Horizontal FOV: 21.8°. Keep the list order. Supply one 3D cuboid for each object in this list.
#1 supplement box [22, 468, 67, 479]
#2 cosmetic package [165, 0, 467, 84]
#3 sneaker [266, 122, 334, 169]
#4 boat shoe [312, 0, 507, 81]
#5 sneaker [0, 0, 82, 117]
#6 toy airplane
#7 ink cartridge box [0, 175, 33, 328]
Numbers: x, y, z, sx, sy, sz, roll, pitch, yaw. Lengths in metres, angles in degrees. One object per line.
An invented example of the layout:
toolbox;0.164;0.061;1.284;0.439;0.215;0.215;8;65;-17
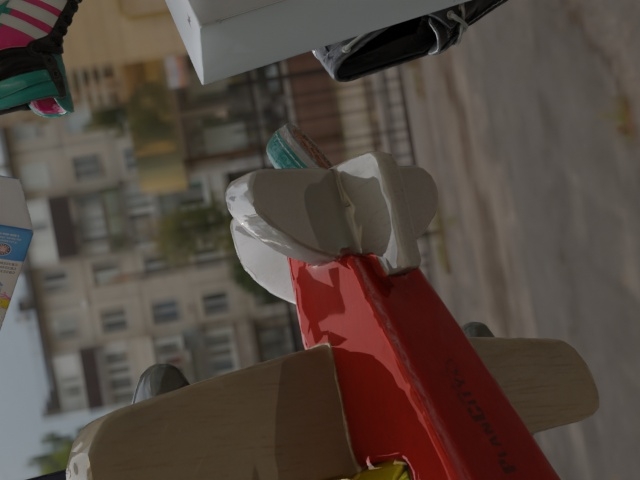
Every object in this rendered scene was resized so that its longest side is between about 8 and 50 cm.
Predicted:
supplement box;-0.240;0.262;1.539;0.056;0.083;0.083;-94;-15;-47
cosmetic package;-0.034;-0.342;1.422;0.097;0.285;0.377;97;153;-61
sneaker;0.000;0.000;2.012;0.302;0.121;0.108;57;-172;-28
boat shoe;0.136;-0.275;2.037;0.108;0.301;0.102;81;165;-49
sneaker;-0.334;-0.241;2.025;0.178;0.295;0.124;60;160;-11
toy airplane;0.031;0.133;1.110;0.272;0.386;0.384;-48;18;34
ink cartridge box;-0.302;0.023;1.359;0.143;0.092;0.090;-68;28;25
